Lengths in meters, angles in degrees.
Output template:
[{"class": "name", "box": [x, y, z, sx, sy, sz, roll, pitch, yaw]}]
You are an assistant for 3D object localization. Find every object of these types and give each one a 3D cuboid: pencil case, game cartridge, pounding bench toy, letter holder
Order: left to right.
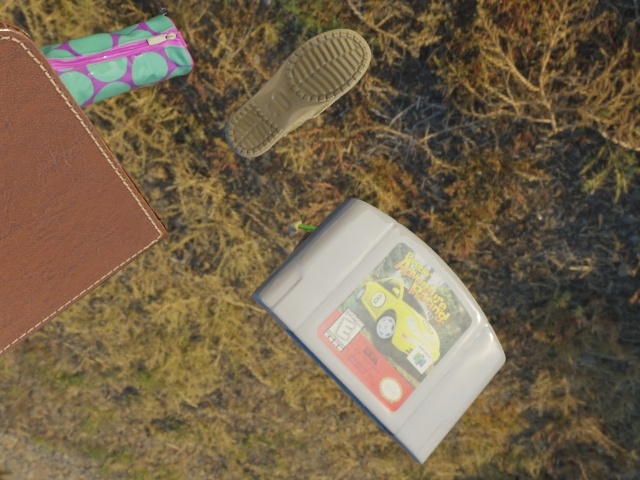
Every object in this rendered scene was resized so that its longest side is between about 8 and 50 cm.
[{"class": "letter holder", "box": [-0.299, -0.015, 0.391, 0.152, 0.302, 0.214, 42, 164, 33]}, {"class": "pencil case", "box": [-0.201, -0.169, 0.566, 0.070, 0.152, 0.064, -17, 100, 60]}, {"class": "pounding bench toy", "box": [0.000, 0.000, 0.867, 0.065, 0.052, 0.083, -20, 111, 34]}, {"class": "game cartridge", "box": [0.085, 0.100, 0.726, 0.294, 0.196, 0.060, 46, 162, -9]}]

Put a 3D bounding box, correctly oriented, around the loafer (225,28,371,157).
[{"class": "loafer", "box": [-0.040, -0.237, 0.955, 0.102, 0.269, 0.092, 53, 180, -12]}]
